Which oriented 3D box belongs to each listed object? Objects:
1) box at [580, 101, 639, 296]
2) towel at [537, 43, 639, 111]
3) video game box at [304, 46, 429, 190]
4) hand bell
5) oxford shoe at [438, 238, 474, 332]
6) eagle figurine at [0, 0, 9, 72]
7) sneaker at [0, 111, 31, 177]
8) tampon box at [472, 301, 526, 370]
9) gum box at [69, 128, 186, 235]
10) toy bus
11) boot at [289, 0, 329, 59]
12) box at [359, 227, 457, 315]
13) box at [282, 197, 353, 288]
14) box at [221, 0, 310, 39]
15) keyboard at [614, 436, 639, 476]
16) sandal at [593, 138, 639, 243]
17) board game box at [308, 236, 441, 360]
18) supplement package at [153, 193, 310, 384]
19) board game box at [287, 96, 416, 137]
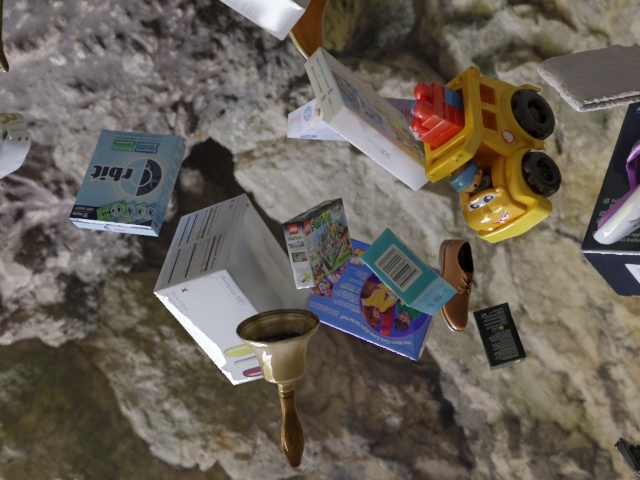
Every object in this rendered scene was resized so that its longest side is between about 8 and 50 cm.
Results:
[{"bbox_3d":[0.764,-0.089,1.436,0.293,0.212,0.395,4,-117,50],"label":"box"},{"bbox_3d":[0.628,-0.348,1.472,0.282,0.049,0.187,-11,-140,-7],"label":"towel"},{"bbox_3d":[0.075,-0.190,1.093,0.048,0.205,0.187,-44,-144,20],"label":"video game box"},{"bbox_3d":[-0.052,0.240,1.069,0.126,0.242,0.126,-5,-165,1],"label":"hand bell"},{"bbox_3d":[0.309,0.101,1.563,0.076,0.212,0.076,-1,177,-29],"label":"oxford shoe"},{"bbox_3d":[-0.581,-0.311,0.965,0.225,0.298,0.226,94,3,-53],"label":"eagle figurine"},{"bbox_3d":[-0.579,-0.203,1.175,0.169,0.108,0.292,-46,168,-42],"label":"sneaker"},{"bbox_3d":[0.500,0.270,1.951,0.101,0.161,0.120,-18,162,8],"label":"tampon box"},{"bbox_3d":[-0.338,-0.104,1.236,0.041,0.157,0.184,71,28,-62],"label":"gum box"},{"bbox_3d":[0.212,-0.131,0.984,0.149,0.211,0.220,-33,-131,51],"label":"toy bus"},{"bbox_3d":[0.024,-0.477,1.196,0.211,0.295,0.104,-15,179,22],"label":"boot"},{"bbox_3d":[0.138,0.053,1.048,0.060,0.100,0.244,-47,161,5],"label":"box"},{"bbox_3d":[0.000,0.000,1.222,0.036,0.114,0.207,-8,-169,23],"label":"box"},{"bbox_3d":[-0.092,-0.422,1.080,0.091,0.170,0.130,-33,-148,57],"label":"box"},{"bbox_3d":[0.637,0.404,1.139,0.033,0.317,0.201,-64,175,7],"label":"keyboard"},{"bbox_3d":[0.504,-0.166,0.926,0.169,0.102,0.416,-3,136,-53],"label":"sandal"},{"bbox_3d":[0.132,0.135,1.811,0.233,0.347,0.078,-70,163,3],"label":"board game box"},{"bbox_3d":[-0.145,0.091,1.256,0.145,0.262,0.204,-19,-144,20],"label":"supplement package"},{"bbox_3d":[0.112,-0.282,1.651,0.318,0.066,0.318,1,-179,-17],"label":"board game box"}]
